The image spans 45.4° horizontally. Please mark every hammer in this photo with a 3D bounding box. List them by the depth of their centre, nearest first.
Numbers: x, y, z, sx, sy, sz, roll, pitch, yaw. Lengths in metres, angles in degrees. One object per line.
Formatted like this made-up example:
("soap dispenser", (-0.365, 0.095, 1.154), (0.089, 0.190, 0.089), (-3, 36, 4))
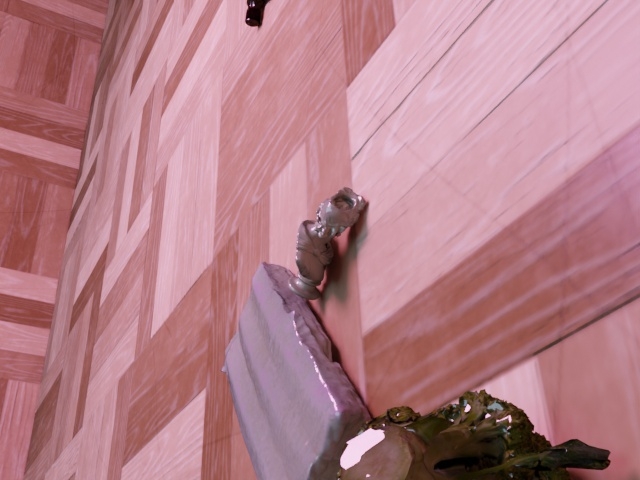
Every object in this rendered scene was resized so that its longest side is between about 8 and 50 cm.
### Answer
("hammer", (-0.049, -0.323, 0.942), (0.178, 0.021, 0.065), (-16, 62, 59))

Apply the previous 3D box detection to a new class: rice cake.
("rice cake", (-0.030, 0.113, 0.621), (0.127, 0.043, 0.237), (-67, 26, 15))

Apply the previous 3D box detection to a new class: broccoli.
("broccoli", (0.052, 0.127, 0.344), (0.131, 0.120, 0.130), (15, 64, 49))

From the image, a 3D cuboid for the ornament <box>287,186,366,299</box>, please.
("ornament", (-0.002, 0.003, 0.625), (0.092, 0.041, 0.068), (116, 178, -50))
